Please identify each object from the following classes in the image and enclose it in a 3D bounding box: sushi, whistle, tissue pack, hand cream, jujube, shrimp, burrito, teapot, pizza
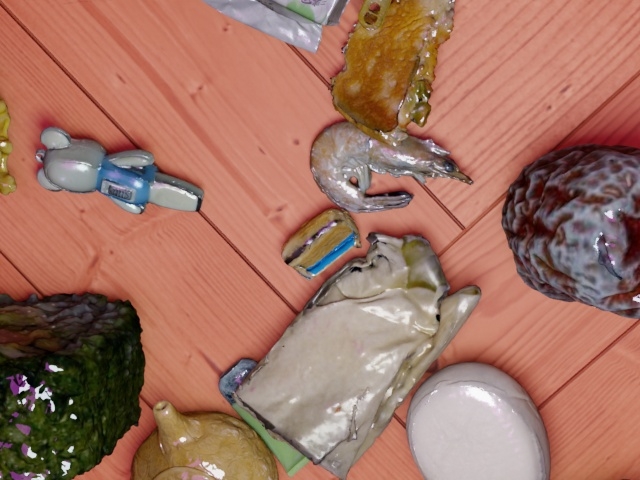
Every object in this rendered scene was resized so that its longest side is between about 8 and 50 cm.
[{"bbox_3d":[-0.391,0.180,1.687,0.294,0.352,0.178,3,103,6],"label":"sushi"},{"bbox_3d":[-0.273,-0.089,1.769,0.235,0.077,0.114,15,131,-2],"label":"whistle"},{"bbox_3d":[-0.076,-0.344,1.656,0.229,0.159,0.145,28,102,1],"label":"tissue pack"},{"bbox_3d":[-0.067,0.241,1.815,0.095,0.046,0.175,-42,99,10],"label":"hand cream"},{"bbox_3d":[0.347,-0.013,1.592,0.226,0.317,0.226,-1,96,-6],"label":"jujube"},{"bbox_3d":[0.092,-0.088,1.739,0.223,0.047,0.126,15,109,10],"label":"shrimp"},{"bbox_3d":[0.061,0.150,1.736,0.190,0.135,0.332,39,87,27],"label":"burrito"},{"bbox_3d":[-0.164,0.355,1.772,0.203,0.167,0.311,-14,103,16],"label":"teapot"},{"bbox_3d":[0.100,-0.235,1.700,0.147,0.069,0.226,15,85,35],"label":"pizza"}]

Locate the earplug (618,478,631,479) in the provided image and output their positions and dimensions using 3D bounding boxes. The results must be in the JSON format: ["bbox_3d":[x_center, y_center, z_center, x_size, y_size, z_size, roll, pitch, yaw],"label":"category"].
[{"bbox_3d":[0.276,0.518,1.660,0.394,0.312,0.313,-21,97,1],"label":"earplug"}]

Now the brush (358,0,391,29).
[{"bbox_3d":[0.101,-0.373,1.682,0.082,0.010,0.218,24,87,3],"label":"brush"}]

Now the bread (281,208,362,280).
[{"bbox_3d":[0.000,0.000,1.757,0.106,0.053,0.072,-39,132,13],"label":"bread"}]

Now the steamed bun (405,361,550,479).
[{"bbox_3d":[0.217,0.266,1.741,0.177,0.131,0.228,-27,99,19],"label":"steamed bun"}]

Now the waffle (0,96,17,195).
[{"bbox_3d":[-0.582,-0.140,1.757,0.324,0.151,0.261,-22,92,6],"label":"waffle"}]
